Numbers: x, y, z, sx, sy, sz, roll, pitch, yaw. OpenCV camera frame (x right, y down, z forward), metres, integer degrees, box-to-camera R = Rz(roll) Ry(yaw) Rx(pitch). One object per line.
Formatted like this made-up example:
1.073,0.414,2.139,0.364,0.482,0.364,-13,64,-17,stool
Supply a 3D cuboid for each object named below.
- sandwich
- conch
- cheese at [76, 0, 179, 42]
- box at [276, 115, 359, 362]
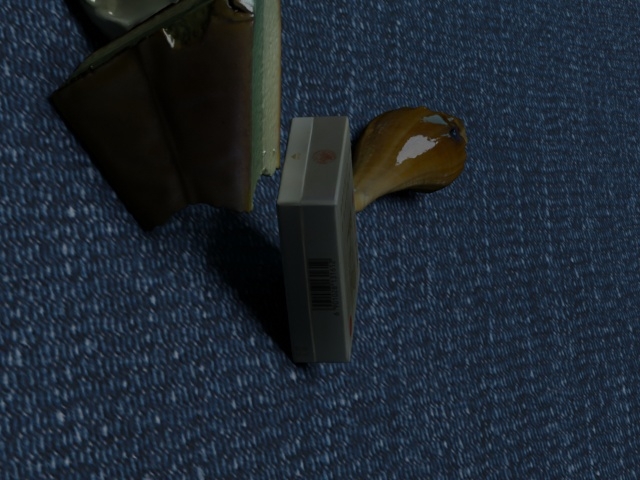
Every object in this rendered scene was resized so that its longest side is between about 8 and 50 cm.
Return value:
-0.093,-0.122,1.673,0.186,0.220,0.108,54,26,-15,sandwich
0.101,-0.095,2.138,0.109,0.093,0.330,67,27,-6,conch
-0.151,-0.284,1.832,0.233,0.127,0.266,-13,80,-66,cheese
0.000,0.000,1.798,0.141,0.058,0.201,-82,169,-49,box
